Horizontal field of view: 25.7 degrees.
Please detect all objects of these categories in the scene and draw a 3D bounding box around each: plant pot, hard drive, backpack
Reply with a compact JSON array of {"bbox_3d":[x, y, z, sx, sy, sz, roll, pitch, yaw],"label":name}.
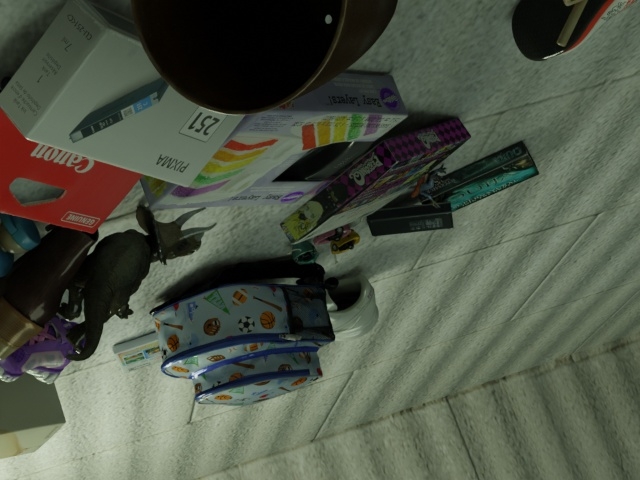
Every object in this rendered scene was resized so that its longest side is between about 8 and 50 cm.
[{"bbox_3d":[-0.022,-0.233,1.295,0.215,0.215,0.230,-31,174,29],"label":"plant pot"},{"bbox_3d":[0.144,-0.034,2.249,0.135,0.022,0.094,-6,165,6],"label":"hard drive"},{"bbox_3d":[-0.137,0.161,2.291,0.263,0.213,0.276,13,146,-43],"label":"backpack"}]

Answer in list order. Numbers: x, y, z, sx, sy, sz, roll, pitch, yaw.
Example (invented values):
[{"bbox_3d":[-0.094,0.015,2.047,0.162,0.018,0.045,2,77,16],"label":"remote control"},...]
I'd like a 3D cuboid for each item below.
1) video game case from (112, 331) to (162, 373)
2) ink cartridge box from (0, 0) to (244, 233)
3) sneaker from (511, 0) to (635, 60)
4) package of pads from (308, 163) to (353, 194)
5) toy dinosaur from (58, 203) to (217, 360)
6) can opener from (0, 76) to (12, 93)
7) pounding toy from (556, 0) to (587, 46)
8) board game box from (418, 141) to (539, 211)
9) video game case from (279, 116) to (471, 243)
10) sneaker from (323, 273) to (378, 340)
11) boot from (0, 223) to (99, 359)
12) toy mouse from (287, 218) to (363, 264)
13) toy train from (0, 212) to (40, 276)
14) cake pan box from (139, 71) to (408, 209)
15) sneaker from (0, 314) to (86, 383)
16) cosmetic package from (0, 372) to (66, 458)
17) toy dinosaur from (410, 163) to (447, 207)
[{"bbox_3d":[-0.284,0.188,2.484,0.157,0.019,0.143,-18,162,-7],"label":"video game case"},{"bbox_3d":[-0.232,-0.103,1.477,0.261,0.066,0.296,-49,154,13],"label":"ink cartridge box"},{"bbox_3d":[0.347,-0.299,1.649,0.145,0.090,0.270,-19,168,-30],"label":"sneaker"},{"bbox_3d":[0.007,-0.087,1.982,0.083,0.032,0.050,-3,155,-45],"label":"package of pads"},{"bbox_3d":[-0.272,0.045,1.806,0.160,0.121,0.313,-58,173,28],"label":"toy dinosaur"},{"bbox_3d":[-0.300,-0.125,1.490,0.059,0.073,0.186,-15,154,7],"label":"can opener"},{"bbox_3d":[0.286,-0.305,1.480,0.130,0.141,0.100,-22,163,2],"label":"pounding toy"},{"bbox_3d":[0.253,-0.094,2.249,0.186,0.026,0.126,-25,162,11],"label":"board game box"},{"bbox_3d":[0.079,-0.084,1.947,0.210,0.042,0.232,-37,172,33],"label":"video game case"},{"bbox_3d":[-0.043,0.137,2.505,0.305,0.114,0.152,-22,149,-12],"label":"sneaker"},{"bbox_3d":[-0.356,0.038,1.818,0.207,0.090,0.248,-51,-161,6],"label":"boot"},{"bbox_3d":[0.000,0.000,2.231,0.143,0.031,0.161,-9,159,-34],"label":"toy mouse"},{"bbox_3d":[-0.441,0.001,1.643,0.143,0.105,0.248,-35,160,8],"label":"toy train"},{"bbox_3d":[-0.057,-0.124,1.749,0.266,0.070,0.245,-3,157,-46],"label":"cake pan box"},{"bbox_3d":[-0.430,0.153,2.115,0.104,0.095,0.236,-32,165,11],"label":"sneaker"},{"bbox_3d":[-0.600,0.304,2.317,0.309,0.113,0.160,-7,157,-36],"label":"cosmetic package"},{"bbox_3d":[0.159,-0.092,2.165,0.090,0.047,0.082,35,140,-29],"label":"toy dinosaur"}]
